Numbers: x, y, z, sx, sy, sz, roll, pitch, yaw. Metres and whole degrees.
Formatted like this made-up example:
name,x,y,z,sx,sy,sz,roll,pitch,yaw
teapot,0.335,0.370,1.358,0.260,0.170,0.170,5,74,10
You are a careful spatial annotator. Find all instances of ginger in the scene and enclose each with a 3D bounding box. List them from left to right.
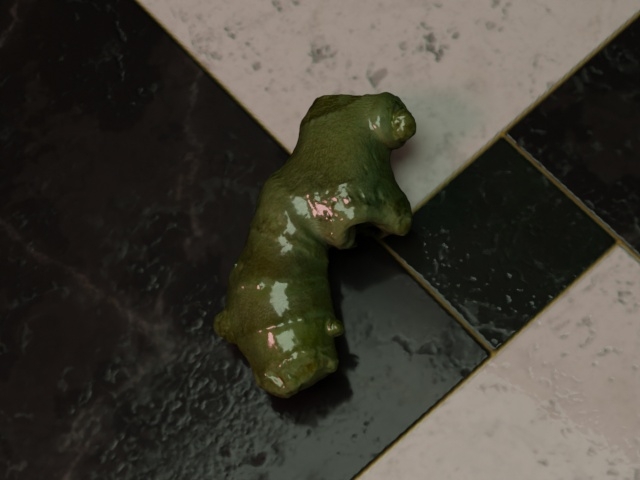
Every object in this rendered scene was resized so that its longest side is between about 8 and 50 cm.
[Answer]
name,x,y,z,sx,sy,sz,roll,pitch,yaw
ginger,0.001,-0.005,1.421,0.137,0.089,0.290,25,72,11
